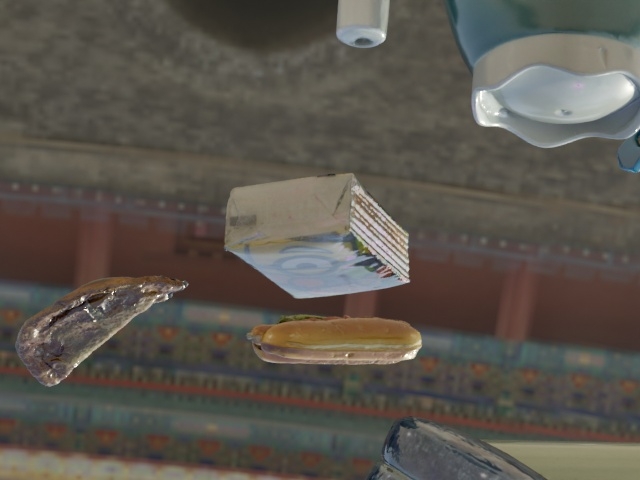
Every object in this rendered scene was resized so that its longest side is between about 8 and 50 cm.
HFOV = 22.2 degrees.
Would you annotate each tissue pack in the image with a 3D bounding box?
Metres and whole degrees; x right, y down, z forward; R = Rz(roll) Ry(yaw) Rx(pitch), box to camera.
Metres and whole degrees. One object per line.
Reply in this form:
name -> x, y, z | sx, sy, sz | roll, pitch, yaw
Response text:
tissue pack -> 0.000, 0.000, 1.331 | 0.109, 0.060, 0.148 | -6, 160, 20

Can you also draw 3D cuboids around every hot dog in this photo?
hot dog -> 0.015, 0.123, 2.038 | 0.236, 0.062, 0.092 | 3, 173, -27

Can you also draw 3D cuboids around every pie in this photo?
pie -> -0.217, 0.070, 1.505 | 0.088, 0.191, 0.033 | 26, -144, -47

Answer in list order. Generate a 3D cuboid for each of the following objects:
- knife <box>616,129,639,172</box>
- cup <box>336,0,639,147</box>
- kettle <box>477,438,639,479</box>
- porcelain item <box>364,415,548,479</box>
knife -> 0.328, -0.165, 1.252 | 0.026, 0.296, 0.044 | 23, -155, -39
cup -> 0.148, -0.154, 0.984 | 0.300, 0.173, 0.167 | -6, 159, 25
kettle -> 0.294, 0.324, 1.406 | 0.377, 0.250, 0.361 | 0, -149, -12
porcelain item -> 0.098, 0.196, 1.136 | 0.147, 0.114, 0.147 | 27, 177, 2
